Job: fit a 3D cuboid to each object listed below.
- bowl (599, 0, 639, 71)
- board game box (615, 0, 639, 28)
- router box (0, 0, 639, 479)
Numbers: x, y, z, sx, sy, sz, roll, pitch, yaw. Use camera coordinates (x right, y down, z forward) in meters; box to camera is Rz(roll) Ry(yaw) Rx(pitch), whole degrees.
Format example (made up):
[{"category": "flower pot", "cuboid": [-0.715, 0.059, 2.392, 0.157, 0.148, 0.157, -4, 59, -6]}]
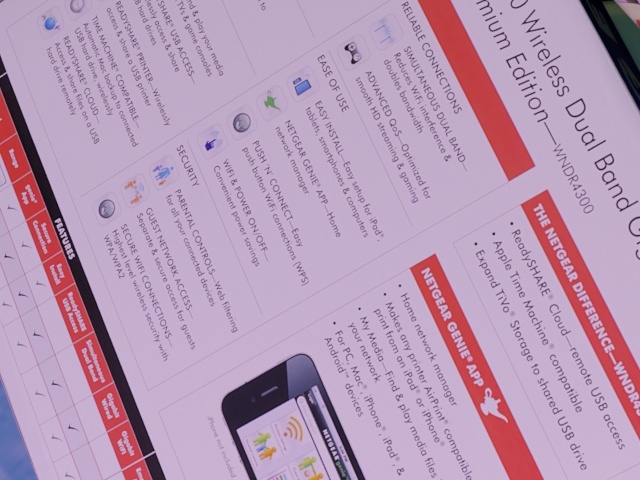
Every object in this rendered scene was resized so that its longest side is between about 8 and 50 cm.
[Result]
[{"category": "bowl", "cuboid": [0.146, 0.060, 0.732, 0.311, 0.163, 0.312, -4, 80, 25]}, {"category": "board game box", "cuboid": [0.163, -0.184, 0.647, 0.347, 0.208, 0.056, 49, 145, 10]}, {"category": "router box", "cuboid": [0.000, 0.000, 0.675, 0.301, 0.082, 0.335, -30, 70, 17]}]
